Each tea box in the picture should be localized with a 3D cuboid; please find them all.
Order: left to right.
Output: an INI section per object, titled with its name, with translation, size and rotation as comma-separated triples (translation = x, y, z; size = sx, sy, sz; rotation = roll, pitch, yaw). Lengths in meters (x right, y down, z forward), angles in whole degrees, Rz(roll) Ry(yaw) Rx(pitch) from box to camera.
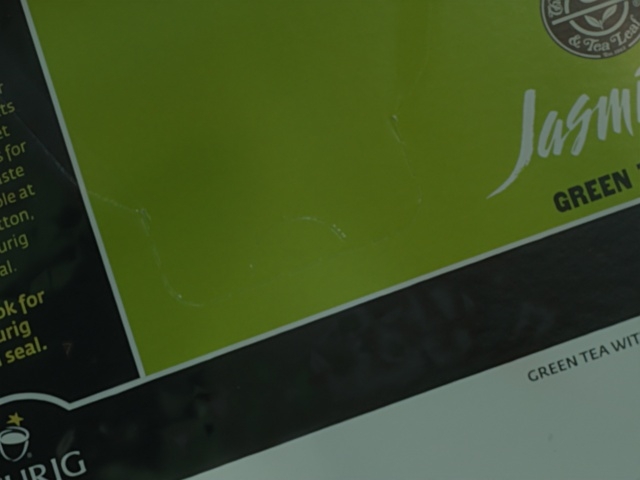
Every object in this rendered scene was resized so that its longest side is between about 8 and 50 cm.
[tea box]
translation = 0.000, 0.000, 0.723
size = 0.329, 0.323, 0.220
rotation = -19, 168, 5
